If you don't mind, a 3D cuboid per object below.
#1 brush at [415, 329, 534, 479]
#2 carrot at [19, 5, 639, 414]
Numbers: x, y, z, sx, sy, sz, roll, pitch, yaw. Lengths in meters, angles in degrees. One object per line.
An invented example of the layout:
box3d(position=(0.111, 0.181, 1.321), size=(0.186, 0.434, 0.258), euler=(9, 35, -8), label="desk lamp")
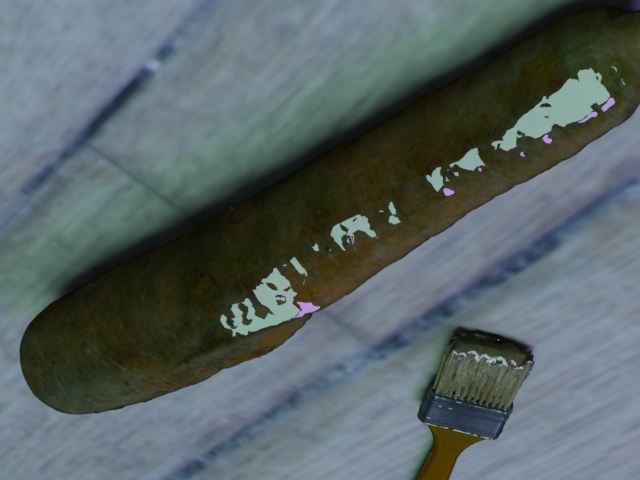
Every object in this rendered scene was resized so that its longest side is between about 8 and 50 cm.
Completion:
box3d(position=(0.065, 0.106, 0.619), size=(0.043, 0.014, 0.170), euler=(14, 135, -1), label="brush")
box3d(position=(0.000, -0.001, 0.499), size=(0.342, 0.070, 0.070), euler=(-28, 121, 31), label="carrot")
